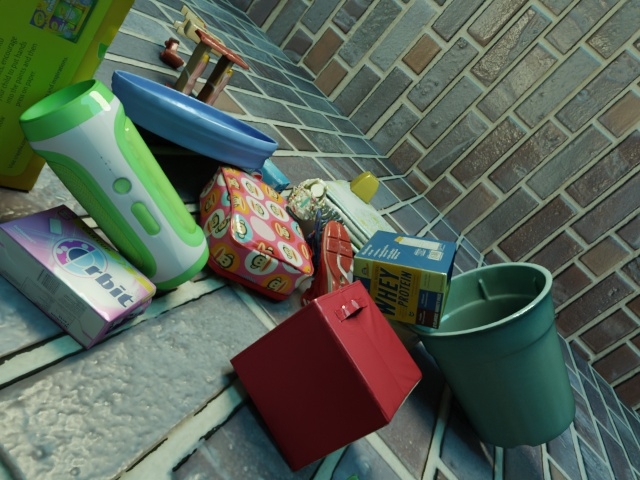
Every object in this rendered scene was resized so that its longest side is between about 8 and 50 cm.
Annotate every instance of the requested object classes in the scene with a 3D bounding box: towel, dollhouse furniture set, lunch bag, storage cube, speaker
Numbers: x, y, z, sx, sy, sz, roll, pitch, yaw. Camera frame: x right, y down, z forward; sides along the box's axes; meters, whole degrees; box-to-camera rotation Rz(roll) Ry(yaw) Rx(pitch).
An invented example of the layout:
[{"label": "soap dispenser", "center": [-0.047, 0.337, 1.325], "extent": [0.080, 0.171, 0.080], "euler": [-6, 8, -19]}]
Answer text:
[{"label": "towel", "center": [0.127, -0.057, 1.517], "extent": [0.374, 0.090, 0.320], "euler": [48, 20, 9]}, {"label": "dollhouse furniture set", "center": [-0.378, -0.551, 1.392], "extent": [0.152, 0.201, 0.374], "euler": [24, 24, -39]}, {"label": "lunch bag", "center": [-0.127, -0.019, 0.974], "extent": [0.258, 0.120, 0.293], "euler": [29, 27, -34]}, {"label": "storage cube", "center": [0.013, 0.204, 0.717], "extent": [0.193, 0.215, 0.183], "euler": [56, 24, 11]}, {"label": "speaker", "center": [-0.277, -0.067, 0.645], "extent": [0.131, 0.131, 0.297], "euler": [-104, 172, -52]}]

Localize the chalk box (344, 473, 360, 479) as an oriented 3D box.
[{"label": "chalk box", "center": [0.065, 0.406, 0.547], "extent": [0.132, 0.132, 0.213], "euler": [15, 35, -50]}]

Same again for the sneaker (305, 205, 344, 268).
[{"label": "sneaker", "center": [0.000, 0.000, 1.104], "extent": [0.083, 0.221, 0.087], "euler": [-33, 56, -31]}]

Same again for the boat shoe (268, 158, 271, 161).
[{"label": "boat shoe", "center": [-0.167, -0.238, 1.378], "extent": [0.056, 0.048, 0.153], "euler": [19, 33, -46]}]

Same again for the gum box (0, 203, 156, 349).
[{"label": "gum box", "center": [-0.324, 0.047, 0.603], "extent": [0.188, 0.062, 0.107], "euler": [43, 23, -3]}]

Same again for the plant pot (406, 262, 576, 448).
[{"label": "plant pot", "center": [0.426, 0.276, 1.081], "extent": [0.334, 0.341, 0.341], "euler": [65, 20, -10]}]

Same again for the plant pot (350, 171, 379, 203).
[{"label": "plant pot", "center": [0.164, -0.198, 1.612], "extent": [0.081, 0.083, 0.081], "euler": [39, 21, -16]}]

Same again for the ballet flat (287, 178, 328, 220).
[{"label": "ballet flat", "center": [-0.017, -0.111, 1.109], "extent": [0.091, 0.077, 0.241], "euler": [41, 20, -10]}]

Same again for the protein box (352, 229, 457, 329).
[{"label": "protein box", "center": [0.198, 0.081, 1.055], "extent": [0.201, 0.136, 0.200], "euler": [10, 23, 20]}]

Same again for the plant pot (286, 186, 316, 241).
[{"label": "plant pot", "center": [-0.056, -0.057, 1.189], "extent": [0.109, 0.096, 0.109], "euler": [34, 25, -23]}]

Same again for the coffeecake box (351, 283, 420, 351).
[{"label": "coffeecake box", "center": [0.174, 0.186, 1.190], "extent": [0.142, 0.068, 0.186], "euler": [24, 29, -38]}]

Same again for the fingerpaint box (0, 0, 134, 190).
[{"label": "fingerpaint box", "center": [-0.450, -0.300, 0.500], "extent": [0.371, 0.445, 0.163], "euler": [9, 39, -53]}]

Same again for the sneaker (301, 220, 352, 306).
[{"label": "sneaker", "center": [0.001, 0.073, 0.991], "extent": [0.087, 0.128, 0.221], "euler": [20, 60, -41]}]

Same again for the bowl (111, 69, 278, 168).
[{"label": "bowl", "center": [-0.293, -0.277, 1.059], "extent": [0.391, 0.077, 0.391], "euler": [25, 13, -6]}]

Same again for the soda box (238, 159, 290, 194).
[{"label": "soda box", "center": [-0.187, -0.212, 1.275], "extent": [0.210, 0.067, 0.071], "euler": [47, 22, 7]}]
